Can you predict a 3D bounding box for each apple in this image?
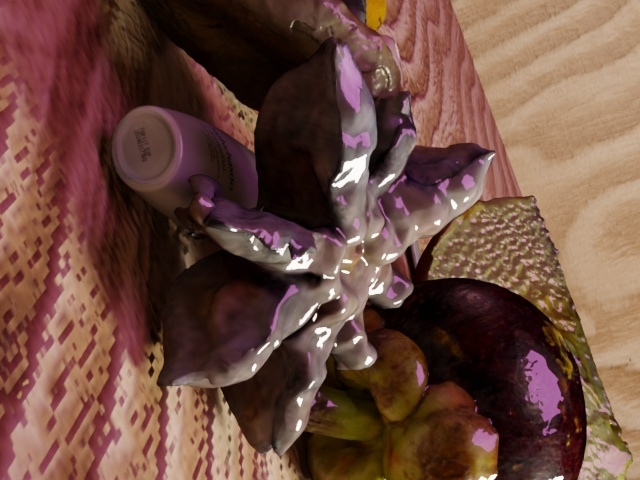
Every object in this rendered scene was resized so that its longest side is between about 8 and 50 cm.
[{"bbox_3d":[0.173,0.117,1.132,0.254,0.179,0.346,71,6,-62],"label":"apple"}]

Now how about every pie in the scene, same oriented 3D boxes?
[{"bbox_3d":[-0.029,-0.118,0.725,0.195,0.046,0.195,34,-10,7],"label":"pie"}]

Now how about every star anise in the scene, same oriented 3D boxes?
[{"bbox_3d":[0.000,0.000,0.645,0.236,0.093,0.229,-26,130,-36],"label":"star anise"}]

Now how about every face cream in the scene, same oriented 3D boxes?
[{"bbox_3d":[-0.063,-0.033,0.698,0.182,0.051,0.072,31,39,-69],"label":"face cream"}]

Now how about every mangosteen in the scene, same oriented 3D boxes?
[{"bbox_3d":[0.065,0.119,0.787,0.217,0.192,0.192,-2,69,-35],"label":"mangosteen"}]

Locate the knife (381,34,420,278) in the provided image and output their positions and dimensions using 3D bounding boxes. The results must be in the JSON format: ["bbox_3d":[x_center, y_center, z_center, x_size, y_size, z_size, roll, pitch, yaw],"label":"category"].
[{"bbox_3d":[0.090,-0.082,1.379,0.081,0.043,0.336,52,30,-68],"label":"knife"}]

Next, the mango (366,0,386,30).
[{"bbox_3d":[0.039,-0.271,1.354,0.114,0.057,0.079,-3,84,-70],"label":"mango"}]

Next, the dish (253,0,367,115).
[{"bbox_3d":[-0.028,-0.215,0.937,0.260,0.085,0.260,53,24,-38],"label":"dish"}]
